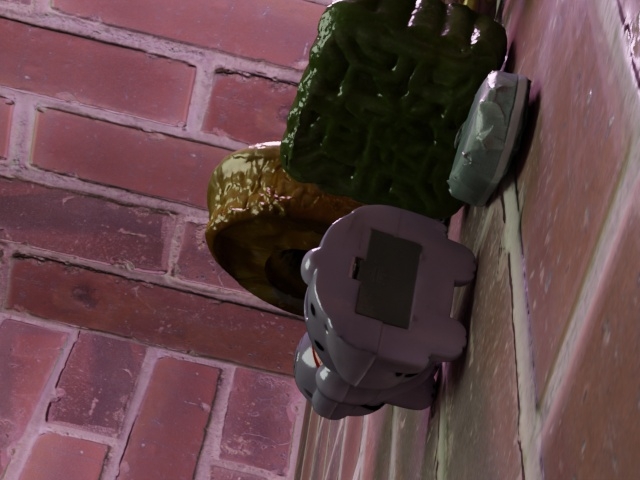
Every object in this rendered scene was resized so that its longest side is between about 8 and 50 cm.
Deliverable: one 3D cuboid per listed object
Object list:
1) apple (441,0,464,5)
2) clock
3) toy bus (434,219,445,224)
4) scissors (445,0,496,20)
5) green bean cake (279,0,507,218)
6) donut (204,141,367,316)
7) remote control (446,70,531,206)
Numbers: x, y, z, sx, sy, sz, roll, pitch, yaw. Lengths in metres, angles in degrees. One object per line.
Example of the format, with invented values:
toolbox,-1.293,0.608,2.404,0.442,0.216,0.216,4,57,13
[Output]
apple,0.140,-0.279,2.013,0.158,0.156,0.147,-44,-18,-32
clock,0.049,0.107,1.532,0.254,0.189,0.189,107,176,-53
toy bus,0.136,-0.056,1.860,0.075,0.060,0.123,98,-175,-53
scissors,0.191,-0.382,1.705,0.160,0.024,0.317,-38,-37,-41
green bean cake,0.085,-0.160,1.636,0.125,0.222,0.248,-73,0,-61
donut,0.000,0.000,1.976,0.330,0.330,0.160,106,167,-56
remote control,0.164,-0.097,1.437,0.247,0.052,0.104,97,-173,-80
